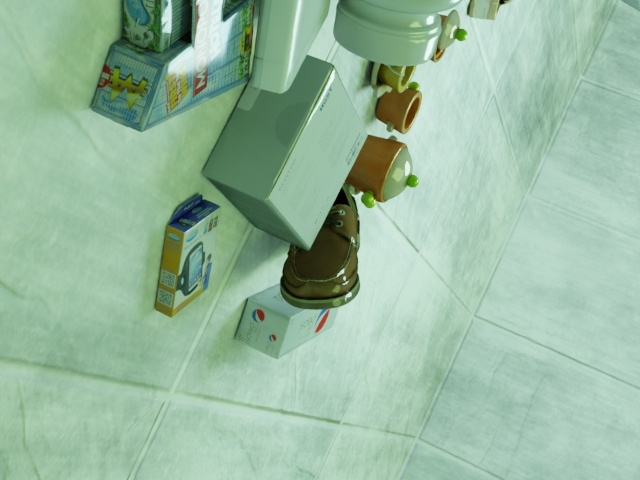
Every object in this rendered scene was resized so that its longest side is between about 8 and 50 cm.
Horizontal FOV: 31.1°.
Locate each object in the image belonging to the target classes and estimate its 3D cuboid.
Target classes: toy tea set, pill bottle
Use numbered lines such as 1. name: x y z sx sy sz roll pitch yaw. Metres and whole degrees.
1. toy tea set: 0.139 -0.196 1.756 0.336 0.124 0.200 -69 164 9
2. pill bottle: 0.106 -0.375 1.346 0.176 0.176 0.319 -43 152 -52

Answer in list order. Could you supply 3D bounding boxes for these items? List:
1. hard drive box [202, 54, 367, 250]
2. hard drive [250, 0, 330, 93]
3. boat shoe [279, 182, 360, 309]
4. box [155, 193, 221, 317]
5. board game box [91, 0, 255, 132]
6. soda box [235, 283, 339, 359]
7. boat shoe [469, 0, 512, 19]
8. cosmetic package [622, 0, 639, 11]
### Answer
1. hard drive box: -0.036 -0.109 1.419 0.181 0.089 0.232 -63 163 -9
2. hard drive: -0.005 -0.358 1.175 0.233 0.047 0.353 -69 172 -55
3. boat shoe: 0.000 0.000 1.592 0.307 0.110 0.105 -85 173 -71
4. box: -0.153 0.014 1.339 0.081 0.028 0.136 -42 152 -53
5. board game box: -0.133 -0.196 1.069 0.194 0.060 0.194 -50 157 -44
6. soda box: -0.042 0.109 1.709 0.216 0.073 0.069 -22 133 -66
7. boat shoe: 0.328 -0.454 2.097 0.170 0.059 0.063 -55 160 -31
8. cosmetic package: 0.438 -0.578 1.715 0.327 0.329 0.393 -56 166 13
